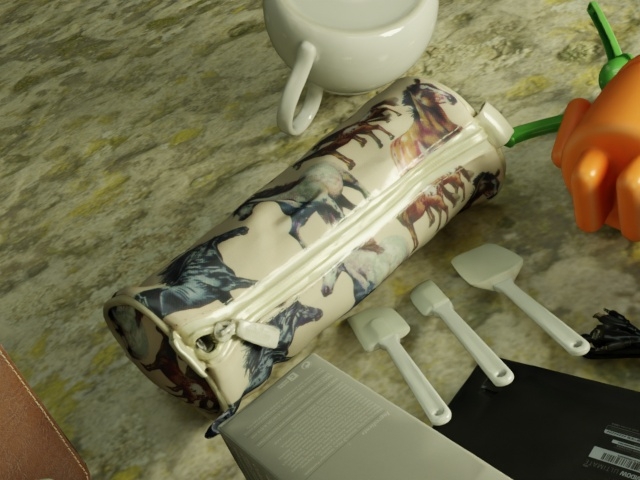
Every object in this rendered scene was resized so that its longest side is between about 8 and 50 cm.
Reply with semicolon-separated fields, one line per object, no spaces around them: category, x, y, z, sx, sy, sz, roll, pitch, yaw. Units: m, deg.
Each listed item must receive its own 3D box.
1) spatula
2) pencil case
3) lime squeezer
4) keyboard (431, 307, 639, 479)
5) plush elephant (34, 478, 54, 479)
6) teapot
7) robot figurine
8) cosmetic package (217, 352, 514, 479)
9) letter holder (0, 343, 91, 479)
spatula;0.123;0.071;0.821;0.168;0.019;0.242;-24;19;-5
pencil case;0.000;0.000;0.908;0.410;0.160;0.183;-39;22;-22
lime squeezer;0.300;-0.167;1.039;0.110;0.059;0.310;14;45;26
keyboard;0.238;0.137;0.672;0.317;0.033;0.201;11;48;43
plush elephant;-0.211;0.282;0.557;0.330;0.272;0.255;2;45;-10
teapot;0.037;-0.287;1.300;0.256;0.187;0.252;-12;58;-10
robot figurine;0.304;-0.095;0.875;0.219;0.128;0.158;-47;7;-32
cosmetic package;0.046;0.186;0.640;0.107;0.127;0.238;-36;31;-18
letter holder;-0.347;0.240;0.737;0.152;0.214;0.302;0;41;31
